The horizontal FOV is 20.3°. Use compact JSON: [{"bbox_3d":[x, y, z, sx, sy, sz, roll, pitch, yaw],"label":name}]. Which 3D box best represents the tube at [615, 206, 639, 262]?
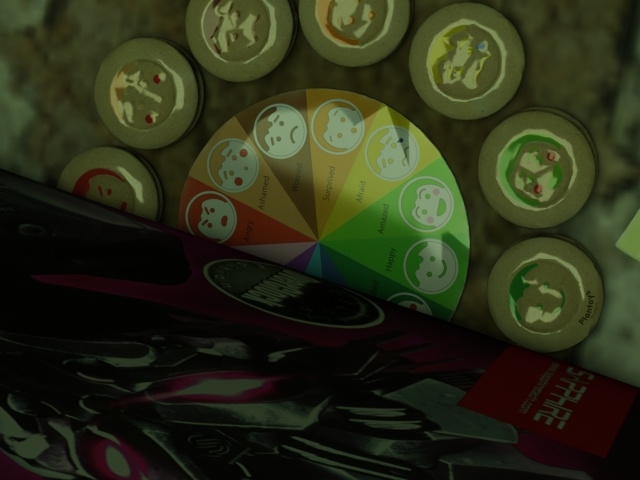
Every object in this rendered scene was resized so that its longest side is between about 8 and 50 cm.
[{"bbox_3d":[0.207,0.025,0.492,0.240,0.062,0.070,33,62,15],"label":"tube"}]

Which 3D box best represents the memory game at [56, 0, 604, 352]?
[{"bbox_3d":[0.000,0.000,0.570,0.186,0.012,0.186,2,98,17],"label":"memory game"}]

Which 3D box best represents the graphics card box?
[{"bbox_3d":[-0.037,0.073,0.462,0.371,0.233,0.094,18,106,14],"label":"graphics card box"}]
